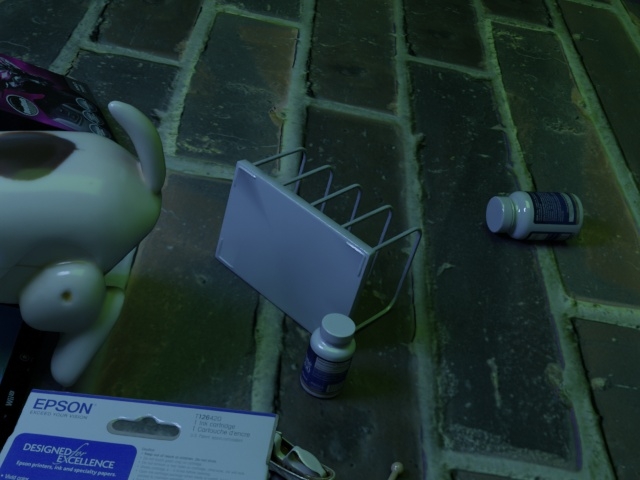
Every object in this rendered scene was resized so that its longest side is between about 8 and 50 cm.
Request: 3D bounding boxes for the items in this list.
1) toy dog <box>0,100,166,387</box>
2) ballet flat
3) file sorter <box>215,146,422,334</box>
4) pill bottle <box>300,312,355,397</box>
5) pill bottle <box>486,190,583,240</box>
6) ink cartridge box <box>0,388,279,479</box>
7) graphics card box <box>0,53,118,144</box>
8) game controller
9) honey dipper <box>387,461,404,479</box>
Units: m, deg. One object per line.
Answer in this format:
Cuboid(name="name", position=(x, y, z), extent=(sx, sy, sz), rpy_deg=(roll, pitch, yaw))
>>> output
Cuboid(name="toy dog", position=(-0.429, -0.042, 1.137), extent=(0.408, 0.395, 0.284), rpy_deg=(23, 42, -29))
Cuboid(name="ballet flat", position=(-0.048, 0.281, 1.216), extent=(0.168, 0.052, 0.057), rpy_deg=(29, 39, 18))
Cuboid(name="file sorter", position=(0.000, 0.000, 1.489), extent=(0.278, 0.193, 0.173), rpy_deg=(36, 38, 26))
Cuboid(name="pill bottle", position=(0.013, 0.165, 1.331), extent=(0.067, 0.120, 0.067), rpy_deg=(10, 36, -7))
Cuboid(name="pill bottle", position=(0.410, -0.048, 1.770), extent=(0.169, 0.094, 0.094), rpy_deg=(1, 39, -18))
Cuboid(name="ink cartridge box", position=(-0.214, 0.306, 0.976), extent=(0.303, 0.072, 0.307), rpy_deg=(5, 38, 6))
Cuboid(name="graphics card box", position=(-0.551, -0.236, 1.577), extent=(0.371, 0.094, 0.233), rpy_deg=(17, 26, -41))
Cuboid(name="game controller", position=(-0.467, 0.149, 1.233), extent=(0.166, 0.067, 0.319), rpy_deg=(9, 37, -8))
Cuboid(name="honey dipper", position=(0.076, 0.342, 1.199), extent=(0.030, 0.030, 0.160), rpy_deg=(24, 36, 12))
